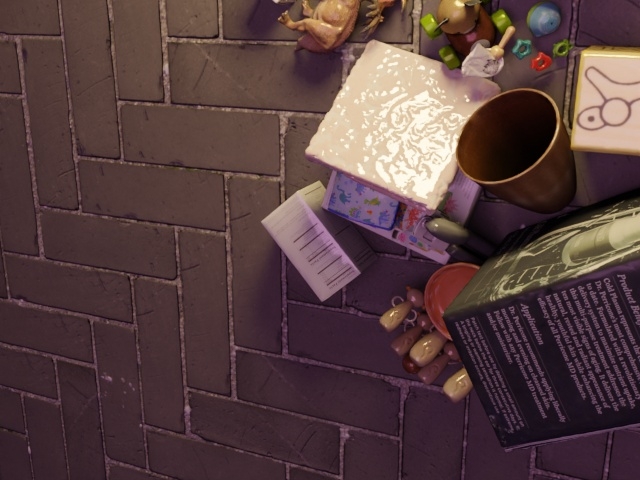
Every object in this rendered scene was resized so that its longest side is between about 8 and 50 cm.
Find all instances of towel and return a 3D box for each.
[{"bbox_3d":[0.174,-0.248,1.624,0.317,0.053,0.331,25,73,18],"label":"towel"}]

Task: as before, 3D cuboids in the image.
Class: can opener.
[{"bbox_3d":[0.312,0.017,1.633,0.076,0.284,0.095,-53,36,14],"label":"can opener"}]

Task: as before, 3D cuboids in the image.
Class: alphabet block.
[{"bbox_3d":[0.596,-0.268,1.447,0.197,0.193,0.192,9,108,22],"label":"alphabet block"}]

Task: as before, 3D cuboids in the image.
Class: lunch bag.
[{"bbox_3d":[0.109,-0.105,1.676,0.151,0.096,0.128,24,115,27],"label":"lunch bag"}]

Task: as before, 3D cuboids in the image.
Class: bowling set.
[{"bbox_3d":[0.261,0.241,1.820,0.154,0.200,0.287,-42,90,-13],"label":"bowling set"}]

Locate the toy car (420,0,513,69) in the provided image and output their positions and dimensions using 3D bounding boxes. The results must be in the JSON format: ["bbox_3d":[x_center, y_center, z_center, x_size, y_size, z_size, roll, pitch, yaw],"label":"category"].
[{"bbox_3d":[0.287,-0.440,1.525,0.155,0.188,0.148,-32,91,18],"label":"toy car"}]

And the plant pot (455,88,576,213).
[{"bbox_3d":[0.425,-0.152,1.539,0.215,0.215,0.230,-24,139,29],"label":"plant pot"}]

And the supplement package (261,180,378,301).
[{"bbox_3d":[0.000,0.000,1.843,0.134,0.139,0.244,-38,87,28],"label":"supplement package"}]

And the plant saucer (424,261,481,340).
[{"bbox_3d":[0.328,0.138,1.680,0.200,0.037,0.199,13,116,28],"label":"plant saucer"}]

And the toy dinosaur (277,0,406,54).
[{"bbox_3d":[0.040,-0.491,1.684,0.200,0.127,0.295,42,125,0],"label":"toy dinosaur"}]

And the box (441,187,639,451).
[{"bbox_3d":[0.553,0.109,1.406,0.472,0.480,0.297,-21,98,33],"label":"box"}]

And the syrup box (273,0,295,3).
[{"bbox_3d":[-0.055,-0.651,1.686,0.093,0.096,0.236,40,117,8],"label":"syrup box"}]

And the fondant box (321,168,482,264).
[{"bbox_3d":[0.192,-0.125,1.739,0.330,0.096,0.238,26,116,17],"label":"fondant box"}]

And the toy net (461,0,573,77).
[{"bbox_3d":[0.392,-0.386,1.547,0.232,0.045,0.122,-26,124,4],"label":"toy net"}]
